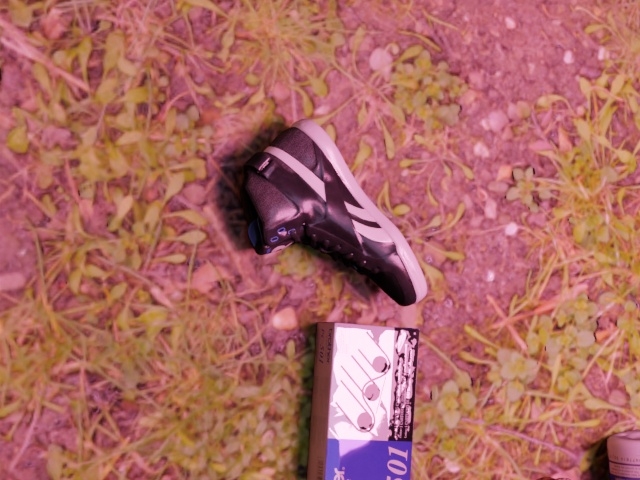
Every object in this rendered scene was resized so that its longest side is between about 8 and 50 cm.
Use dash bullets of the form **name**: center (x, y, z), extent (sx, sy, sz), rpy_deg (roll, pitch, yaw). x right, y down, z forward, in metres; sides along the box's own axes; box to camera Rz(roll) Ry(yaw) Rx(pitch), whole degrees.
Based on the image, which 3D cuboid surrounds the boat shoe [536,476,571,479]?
- **boat shoe**: center (0.284, 0.351, 1.458), extent (0.073, 0.073, 0.207), rpy_deg (-29, 101, -25)

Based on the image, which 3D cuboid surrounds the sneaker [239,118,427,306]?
- **sneaker**: center (0.000, 0.000, 1.341), extent (0.121, 0.079, 0.217), rpy_deg (-38, 95, -19)

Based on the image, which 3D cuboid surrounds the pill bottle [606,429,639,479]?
- **pill bottle**: center (0.372, 0.303, 1.480), extent (0.112, 0.112, 0.186), rpy_deg (-3, 88, -26)

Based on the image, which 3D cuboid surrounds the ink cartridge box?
- **ink cartridge box**: center (0.042, 0.188, 1.363), extent (0.097, 0.046, 0.207), rpy_deg (6, 85, -24)
